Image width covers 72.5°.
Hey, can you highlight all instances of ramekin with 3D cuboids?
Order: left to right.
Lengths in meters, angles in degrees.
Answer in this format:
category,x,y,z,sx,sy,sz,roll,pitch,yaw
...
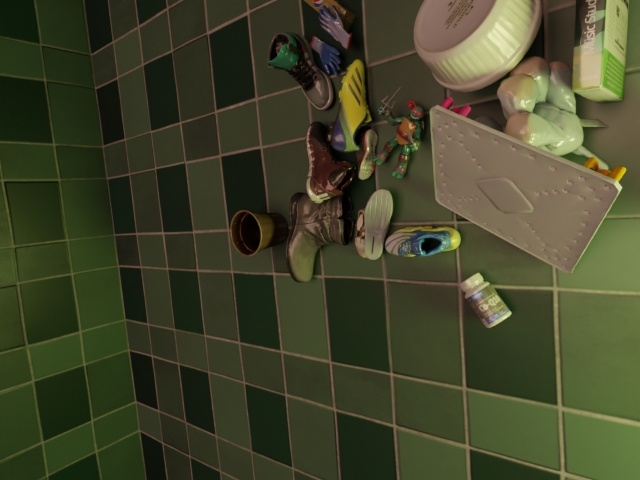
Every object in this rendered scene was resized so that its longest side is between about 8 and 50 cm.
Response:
category,x,y,z,sx,sy,sz,roll,pitch,yaw
ramekin,0.330,-0.483,0.966,0.273,0.127,0.272,-22,59,44

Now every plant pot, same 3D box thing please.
category,x,y,z,sx,sy,sz,roll,pitch,yaw
plant pot,-0.221,-0.037,1.628,0.167,0.165,0.166,8,102,37

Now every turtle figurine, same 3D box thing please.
category,x,y,z,sx,sy,sz,roll,pitch,yaw
turtle figurine,0.239,-0.305,1.253,0.175,0.118,0.234,56,142,35

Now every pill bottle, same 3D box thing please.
category,x,y,z,sx,sy,sz,roll,pitch,yaw
pill bottle,0.445,0.161,1.188,0.078,0.078,0.137,-44,70,34

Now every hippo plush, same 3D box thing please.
category,x,y,z,sx,sy,sz,roll,pitch,yaw
hippo plush,0.474,-0.275,1.040,0.237,0.295,0.234,161,117,-64

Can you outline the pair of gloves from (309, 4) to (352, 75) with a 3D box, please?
category,x,y,z,sx,sy,sz,roll,pitch,yaw
pair of gloves,0.030,-0.629,1.373,0.159,0.023,0.198,52,151,16

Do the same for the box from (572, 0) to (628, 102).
category,x,y,z,sx,sy,sz,roll,pitch,yaw
box,0.575,-0.456,0.887,0.059,0.232,0.321,3,99,43

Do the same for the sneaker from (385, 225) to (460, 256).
category,x,y,z,sx,sy,sz,roll,pitch,yaw
sneaker,0.274,0.004,1.267,0.240,0.126,0.091,-12,90,39

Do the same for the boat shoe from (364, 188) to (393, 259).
category,x,y,z,sx,sy,sz,roll,pitch,yaw
boat shoe,0.175,-0.055,1.367,0.083,0.076,0.226,15,108,9

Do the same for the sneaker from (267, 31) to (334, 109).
category,x,y,z,sx,sy,sz,roll,pitch,yaw
sneaker,-0.077,-0.563,1.421,0.124,0.178,0.295,-37,75,36

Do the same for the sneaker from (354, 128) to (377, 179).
category,x,y,z,sx,sy,sz,roll,pitch,yaw
sneaker,0.138,-0.272,1.384,0.065,0.061,0.157,17,99,48

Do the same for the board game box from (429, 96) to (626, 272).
category,x,y,z,sx,sy,sz,roll,pitch,yaw
board game box,0.435,-0.117,0.999,0.390,0.390,0.050,35,78,29

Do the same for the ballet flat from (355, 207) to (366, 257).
category,x,y,z,sx,sy,sz,roll,pitch,yaw
ballet flat,0.134,-0.024,1.421,0.057,0.052,0.168,11,104,37

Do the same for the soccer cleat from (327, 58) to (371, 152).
category,x,y,z,sx,sy,sz,roll,pitch,yaw
soccer cleat,0.108,-0.411,1.349,0.121,0.093,0.288,13,89,14

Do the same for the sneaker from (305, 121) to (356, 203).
category,x,y,z,sx,sy,sz,roll,pitch,yaw
sneaker,0.043,-0.263,1.411,0.163,0.106,0.281,-7,78,32

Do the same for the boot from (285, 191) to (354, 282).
category,x,y,z,sx,sy,sz,roll,pitch,yaw
boot,0.000,0.000,1.498,0.223,0.118,0.337,8,106,32

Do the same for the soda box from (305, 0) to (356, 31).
category,x,y,z,sx,sy,sz,roll,pitch,yaw
soda box,0.028,-0.740,1.385,0.181,0.061,0.058,50,124,21
